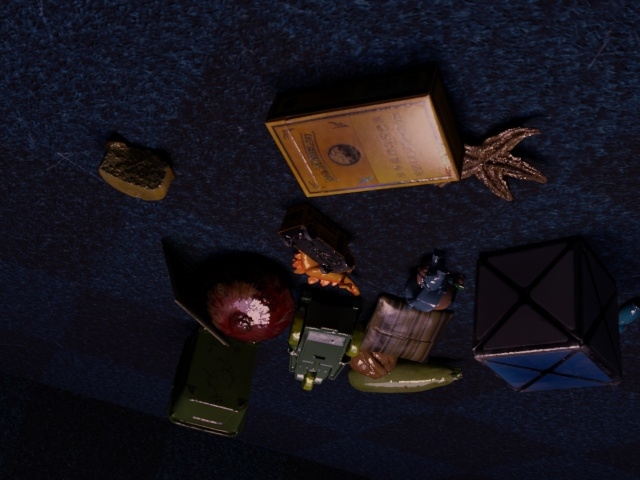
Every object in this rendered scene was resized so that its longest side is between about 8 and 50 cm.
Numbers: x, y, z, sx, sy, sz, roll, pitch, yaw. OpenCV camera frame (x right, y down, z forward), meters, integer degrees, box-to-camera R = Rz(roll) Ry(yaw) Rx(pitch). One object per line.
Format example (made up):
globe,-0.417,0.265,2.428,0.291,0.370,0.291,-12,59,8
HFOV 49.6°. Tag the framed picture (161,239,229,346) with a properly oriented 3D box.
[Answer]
framed picture,-0.332,0.142,1.827,0.016,0.216,0.273,-28,139,6

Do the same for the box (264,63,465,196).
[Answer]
box,0.080,-0.181,1.209,0.301,0.084,0.193,-5,136,27

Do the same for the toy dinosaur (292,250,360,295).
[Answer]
toy dinosaur,-0.010,0.064,1.713,0.117,0.070,0.288,-19,134,42

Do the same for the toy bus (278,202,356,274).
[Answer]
toy bus,0.000,0.000,1.575,0.083,0.088,0.194,-16,139,39

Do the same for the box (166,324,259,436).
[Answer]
box,-0.330,0.428,2.210,0.252,0.329,0.178,16,138,-11

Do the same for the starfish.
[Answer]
starfish,0.308,-0.146,1.260,0.227,0.043,0.240,25,149,-22

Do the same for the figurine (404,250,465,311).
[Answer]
figurine,0.281,0.108,1.658,0.144,0.114,0.178,11,142,-3

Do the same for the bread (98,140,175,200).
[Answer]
bread,-0.390,-0.143,1.466,0.156,0.086,0.125,21,159,-10

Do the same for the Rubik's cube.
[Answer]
Rubik's cube,0.503,0.172,1.539,0.259,0.255,0.260,-13,145,33

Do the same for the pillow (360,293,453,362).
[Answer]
pillow,0.231,0.249,1.908,0.212,0.052,0.208,13,124,-9

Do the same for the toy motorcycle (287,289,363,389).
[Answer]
toy motorcycle,-0.003,0.277,1.965,0.191,0.200,0.326,12,140,-6

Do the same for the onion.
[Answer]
onion,-0.188,0.163,1.819,0.246,0.190,0.246,9,134,9

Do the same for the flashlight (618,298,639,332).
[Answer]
flashlight,0.740,0.184,1.680,0.051,0.051,0.129,11,149,-1

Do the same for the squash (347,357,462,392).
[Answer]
squash,0.267,0.425,2.198,0.370,0.118,0.118,-5,147,18

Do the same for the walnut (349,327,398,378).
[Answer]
walnut,0.153,0.326,2.039,0.166,0.149,0.166,-3,120,-5
